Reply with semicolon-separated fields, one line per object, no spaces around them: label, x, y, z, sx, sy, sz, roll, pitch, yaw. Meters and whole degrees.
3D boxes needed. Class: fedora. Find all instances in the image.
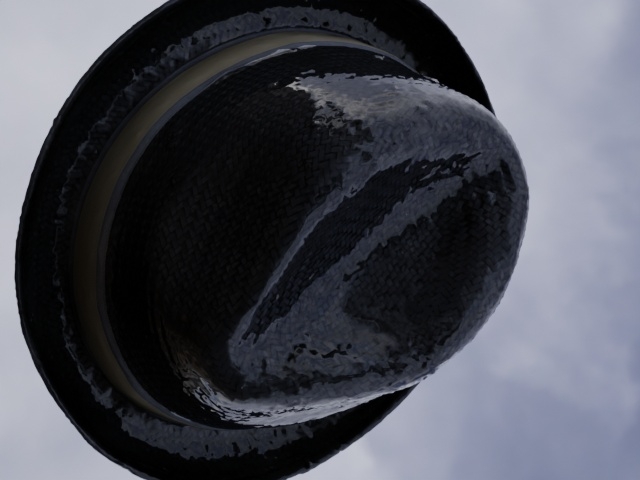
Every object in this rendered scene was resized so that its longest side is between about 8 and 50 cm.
fedora;0.000;0.000;1.048;0.152;0.334;0.334;13;-74;59
